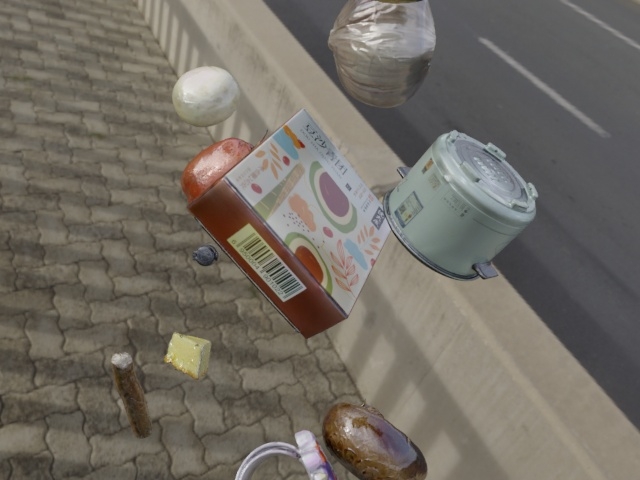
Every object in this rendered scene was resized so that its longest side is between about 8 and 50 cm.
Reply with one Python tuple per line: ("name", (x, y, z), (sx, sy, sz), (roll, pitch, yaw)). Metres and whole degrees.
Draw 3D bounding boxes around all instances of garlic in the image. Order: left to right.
("garlic", (0.147, -0.468, 1.378), (0.259, 0.318, 0.317), (12, 38, 3))

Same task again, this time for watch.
("watch", (-0.070, 0.577, 1.280), (0.231, 0.196, 0.244), (-25, 66, -8))

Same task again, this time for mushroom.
("mushroom", (-0.403, -0.500, 2.011), (0.246, 0.202, 0.246), (0, 59, 0))
("mushroom", (0.126, 0.514, 1.400), (0.297, 0.163, 0.278), (47, -11, -20))

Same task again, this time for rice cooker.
("rice cooker", (0.251, -0.056, 1.055), (0.241, 0.227, 0.281), (-7, 54, -47))

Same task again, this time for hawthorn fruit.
("hawthorn fruit", (-0.213, -0.164, 1.411), (0.211, 0.299, 0.211), (45, 17, -18))

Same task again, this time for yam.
("yam", (-0.431, 0.359, 1.298), (0.056, 0.241, 0.057), (-4, 28, 2))

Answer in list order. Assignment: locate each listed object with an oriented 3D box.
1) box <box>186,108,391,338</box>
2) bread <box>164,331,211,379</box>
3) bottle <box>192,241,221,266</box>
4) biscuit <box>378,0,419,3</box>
("box", (-0.035, -0.052, 1.183), (0.344, 0.122, 0.385), (49, 36, -11))
("bread", (-0.302, 0.250, 1.252), (0.109, 0.084, 0.080), (13, 0, 7))
("bottle", (-0.365, 0.045, 1.853), (0.082, 0.072, 0.244), (5, 2, -5))
("biscuit", (0.159, -0.578, 1.008), (0.343, 0.288, 0.057), (-11, 32, -29))
